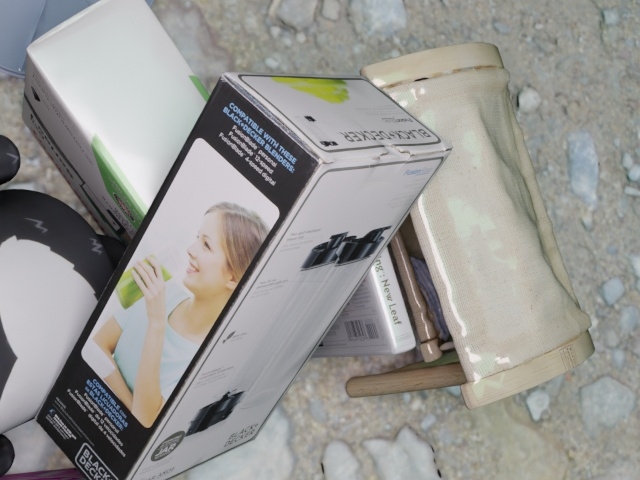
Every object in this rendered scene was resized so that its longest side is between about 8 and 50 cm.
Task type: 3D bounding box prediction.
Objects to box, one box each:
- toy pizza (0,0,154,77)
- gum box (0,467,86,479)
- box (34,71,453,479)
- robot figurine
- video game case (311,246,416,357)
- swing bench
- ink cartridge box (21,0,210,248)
[{"bbox_3d":[-0.219,-0.229,0.835,0.201,0.032,0.201,-23,131,-29],"label":"toy pizza"},{"bbox_3d":[-0.197,0.209,0.748,0.107,0.188,0.062,-1,85,-20],"label":"gum box"},{"bbox_3d":[-0.052,0.029,0.689,0.087,0.290,0.169,43,28,20],"label":"box"},{"bbox_3d":[-0.248,0.056,0.710,0.209,0.174,0.278,60,27,6],"label":"robot figurine"},{"bbox_3d":[0.000,0.000,0.835,0.023,0.212,0.193,-17,89,-20],"label":"video game case"},{"bbox_3d":[0.099,-0.009,0.851,0.165,0.255,0.253,-16,89,-21],"label":"swing bench"},{"bbox_3d":[-0.147,-0.076,0.790,0.093,0.219,0.160,-36,95,-17],"label":"ink cartridge box"}]
